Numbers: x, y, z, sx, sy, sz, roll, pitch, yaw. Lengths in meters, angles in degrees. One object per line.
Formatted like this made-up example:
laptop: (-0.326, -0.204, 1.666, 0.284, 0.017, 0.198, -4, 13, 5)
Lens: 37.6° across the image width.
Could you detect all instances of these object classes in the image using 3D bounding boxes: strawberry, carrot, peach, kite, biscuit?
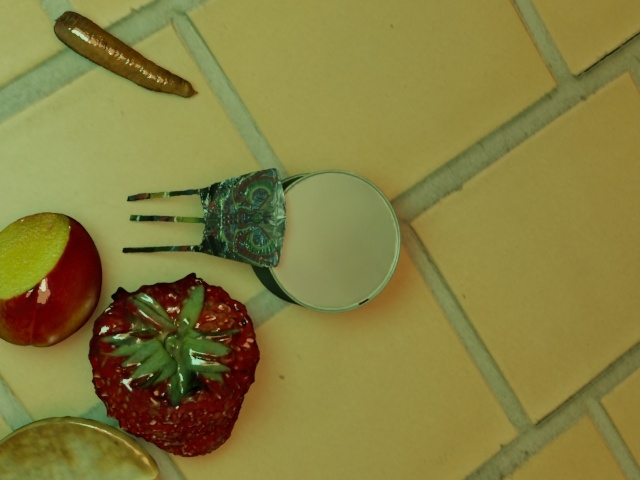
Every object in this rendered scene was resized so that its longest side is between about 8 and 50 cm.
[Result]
strawberry: (-0.226, 0.199, 1.456, 0.261, 0.257, 0.261, 6, 60, -12)
carrot: (-0.308, -0.285, 1.489, 0.248, 0.059, 0.059, 28, 83, -18)
peach: (-0.418, 0.055, 1.392, 0.190, 0.190, 0.192, -2, 111, -17)
kite: (-0.187, -0.030, 1.466, 0.286, 0.015, 0.152, -3, 85, 20)
biscuit: (-0.414, 0.374, 1.435, 0.309, 0.040, 0.204, -39, 100, 8)

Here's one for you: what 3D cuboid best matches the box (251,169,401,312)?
box: (0.000, 0.000, 1.537, 0.226, 0.149, 0.226, 0, 91, -17)
